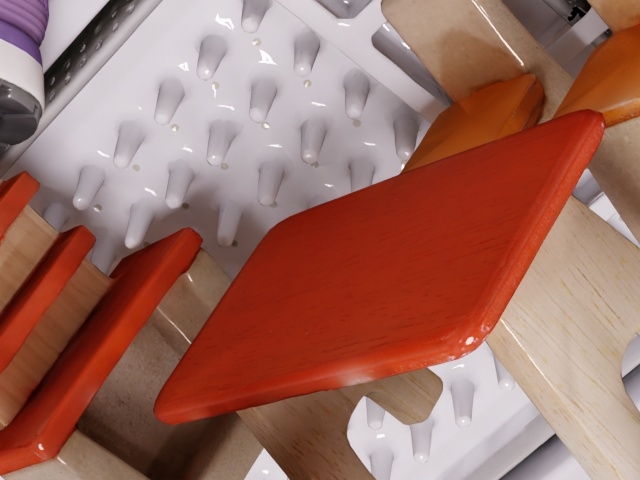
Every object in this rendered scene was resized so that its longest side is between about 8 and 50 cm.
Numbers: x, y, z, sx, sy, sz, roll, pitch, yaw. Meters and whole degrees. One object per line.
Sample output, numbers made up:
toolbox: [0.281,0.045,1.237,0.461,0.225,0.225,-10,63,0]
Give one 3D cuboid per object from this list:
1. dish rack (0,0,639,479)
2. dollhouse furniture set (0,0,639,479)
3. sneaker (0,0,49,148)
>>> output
dish rack: [0.000,0.000,0.709,0.285,0.072,0.333,37,116,-18]
dollhouse furniture set: [-0.018,0.022,0.552,0.135,0.262,0.259,45,146,-18]
sneaker: [-0.210,-0.095,0.667,0.283,0.124,0.107,-1,165,26]
